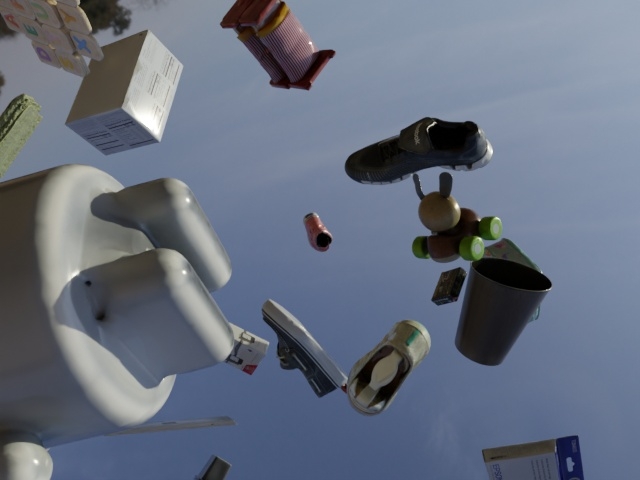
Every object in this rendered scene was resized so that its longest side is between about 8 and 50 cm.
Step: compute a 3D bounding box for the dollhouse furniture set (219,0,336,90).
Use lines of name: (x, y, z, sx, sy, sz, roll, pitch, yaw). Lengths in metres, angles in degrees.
dollhouse furniture set: (-0.030, -0.545, 1.304, 0.152, 0.201, 0.374, 18, -109, 47)

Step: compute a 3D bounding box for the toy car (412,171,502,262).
toy car: (0.260, -0.062, 1.214, 0.149, 0.188, 0.155, -40, -155, -32)

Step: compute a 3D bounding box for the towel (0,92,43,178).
towel: (-0.462, -0.147, 0.853, 0.148, 0.027, 0.110, -60, -168, -7)

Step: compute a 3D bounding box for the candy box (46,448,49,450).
candy box: (-0.468, 0.254, 0.915, 0.070, 0.165, 0.196, -46, -176, -25)

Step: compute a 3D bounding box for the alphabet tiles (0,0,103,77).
alphabet tiles: (-0.537, -0.439, 1.093, 0.278, 0.284, 0.021, 25, -120, 21)

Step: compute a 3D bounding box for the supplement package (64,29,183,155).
supplement package: (-0.510, -0.384, 1.527, 0.204, 0.145, 0.261, -7, -121, 27)

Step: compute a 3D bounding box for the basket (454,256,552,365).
basket: (0.420, 0.176, 1.410, 0.205, 0.226, 0.154, 9, -155, -15)

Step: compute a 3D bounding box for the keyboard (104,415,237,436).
keyboard: (-0.296, 0.365, 1.147, 0.072, 0.256, 0.014, -19, -110, 61)

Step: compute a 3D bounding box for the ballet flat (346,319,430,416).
ballet flat: (0.057, 0.142, 0.603, 0.057, 0.168, 0.052, 35, -138, 14)

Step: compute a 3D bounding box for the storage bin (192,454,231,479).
storage bin: (-0.311, 0.697, 1.733, 0.091, 0.098, 0.135, -59, -174, -22)

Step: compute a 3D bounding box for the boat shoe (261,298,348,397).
boat shoe: (-0.060, 0.302, 1.554, 0.119, 0.335, 0.121, -41, -161, -4)

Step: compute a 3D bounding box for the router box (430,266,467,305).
router box: (0.430, 0.154, 1.943, 0.092, 0.038, 0.122, -25, -149, 55)

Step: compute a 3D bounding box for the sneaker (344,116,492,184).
sneaker: (0.145, -0.146, 0.908, 0.235, 0.106, 0.078, -6, -111, 16)

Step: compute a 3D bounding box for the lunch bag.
lunch bag: (0.620, 0.146, 1.880, 0.108, 0.279, 0.224, -28, -132, -10)

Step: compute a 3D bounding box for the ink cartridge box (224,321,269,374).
ink cartridge box: (-0.253, 0.335, 1.806, 0.109, 0.151, 0.063, -57, -170, 31)

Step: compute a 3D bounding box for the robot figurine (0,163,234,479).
robot figurine: (-0.248, 0.064, 0.442, 0.354, 0.199, 0.299, -14, -136, 6)

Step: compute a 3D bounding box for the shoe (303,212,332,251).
shoe: (0.000, 0.000, 1.683, 0.064, 0.178, 0.081, -27, -126, -3)

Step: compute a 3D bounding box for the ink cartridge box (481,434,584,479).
ink cartridge box: (0.520, 0.567, 1.399, 0.224, 0.223, 0.045, -15, -148, 12)

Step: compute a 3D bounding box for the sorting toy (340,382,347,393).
sorting toy: (0.109, 0.459, 1.778, 0.042, 0.102, 0.061, -53, -154, 1)
